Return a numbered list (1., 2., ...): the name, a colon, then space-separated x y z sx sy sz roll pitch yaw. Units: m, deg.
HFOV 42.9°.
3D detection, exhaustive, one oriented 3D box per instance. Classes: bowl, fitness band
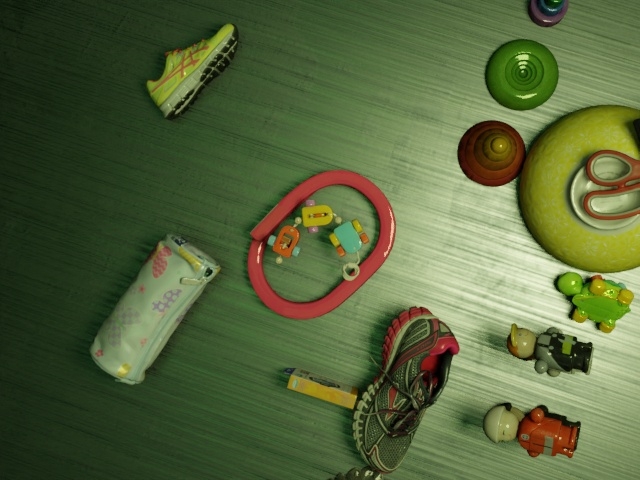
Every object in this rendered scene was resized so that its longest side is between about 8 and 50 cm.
1. bowl: 0.468 -0.080 1.331 0.289 0.156 0.290 2 96 16
2. fitness band: -0.001 0.008 1.455 0.291 0.054 0.209 -43 88 4

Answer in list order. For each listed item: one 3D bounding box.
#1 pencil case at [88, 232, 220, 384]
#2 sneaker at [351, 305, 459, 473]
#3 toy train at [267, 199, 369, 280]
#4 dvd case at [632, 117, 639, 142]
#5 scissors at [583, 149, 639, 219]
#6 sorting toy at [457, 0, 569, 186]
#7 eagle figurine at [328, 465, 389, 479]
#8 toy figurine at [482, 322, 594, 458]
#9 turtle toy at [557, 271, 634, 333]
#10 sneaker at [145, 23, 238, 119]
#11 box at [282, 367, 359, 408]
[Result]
1. pencil case: -0.292 0.120 1.444 0.124 0.113 0.273 38 93 27
2. sneaker: 0.141 0.264 1.366 0.120 0.112 0.299 1 112 -32
3. toy train: 0.000 0.000 1.408 0.166 0.046 0.125 21 93 5
4. dvd case: 0.610 -0.131 1.298 0.253 0.022 0.180 -17 87 -33
5. scissors: 0.539 -0.100 1.205 0.297 0.021 0.109 -9 89 21
6. sorting toy: 0.344 -0.271 1.391 0.127 0.126 0.366 21 92 5
7. eagle figurine: 0.062 0.561 1.375 0.226 0.225 0.298 12 101 15
8. toy figurine: 0.359 0.245 1.341 0.148 0.213 0.210 10 86 21
9. turtle toy: 0.470 0.095 1.398 0.130 0.066 0.095 21 129 4
10. sneaker: -0.235 -0.321 1.465 0.094 0.081 0.208 45 93 7
11. box: -0.002 0.257 1.433 0.136 0.081 0.028 15 91 6
